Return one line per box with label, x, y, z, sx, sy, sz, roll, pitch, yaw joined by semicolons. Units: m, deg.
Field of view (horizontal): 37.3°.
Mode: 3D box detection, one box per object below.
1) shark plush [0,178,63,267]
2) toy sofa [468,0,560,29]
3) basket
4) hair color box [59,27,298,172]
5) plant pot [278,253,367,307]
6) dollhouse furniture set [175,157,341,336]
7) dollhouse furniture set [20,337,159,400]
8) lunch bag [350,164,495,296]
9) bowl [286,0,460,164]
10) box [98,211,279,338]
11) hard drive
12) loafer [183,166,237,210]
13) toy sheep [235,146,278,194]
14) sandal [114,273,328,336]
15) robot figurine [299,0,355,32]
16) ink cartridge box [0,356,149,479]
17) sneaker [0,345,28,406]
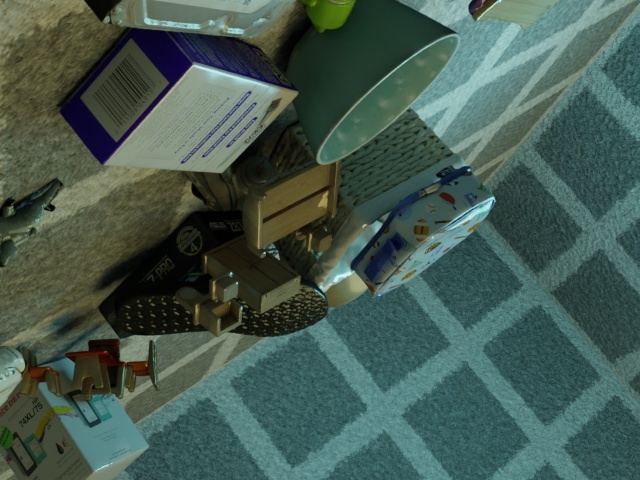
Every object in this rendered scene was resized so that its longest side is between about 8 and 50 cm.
shark plush;-0.430;-0.029;1.344;0.161;0.073;0.067;-32;137;-13
toy sofa;0.348;-0.500;1.700;0.177;0.150;0.362;-40;169;28
basket;0.063;-0.108;2.016;0.331;0.266;0.328;-32;166;-35
hair color box;-0.184;-0.196;1.326;0.185;0.110;0.339;-44;166;17
plant pot;0.000;0.000;2.343;0.284;0.284;0.191;-42;133;14
dollhouse furniture set;-0.134;-0.053;1.753;0.303;0.173;0.356;-29;139;-37
dollhouse furniture set;-0.468;0.253;1.969;0.261;0.135;0.259;-3;165;-6
lunch bag;0.192;-0.017;1.855;0.243;0.115;0.303;-28;164;-31
bowl;0.064;-0.288;1.572;0.311;0.163;0.311;-39;171;-8
box;-0.262;0.067;2.110;0.318;0.097;0.395;-45;167;19
hard drive;-0.101;-0.347;1.121;0.237;0.064;0.339;-44;168;25
loafer;-0.200;-0.114;1.669;0.084;0.096;0.267;-18;164;-6
toy sheep;-0.122;-0.127;1.833;0.091;0.091;0.132;-36;170;-13
sandal;-0.195;0.110;1.939;0.445;0.107;0.168;2;136;-20
robot figurine;0.018;-0.362;1.410;0.101;0.067;0.115;-20;161;-24
ink cartridge box;-0.567;0.426;2.099;0.198;0.270;0.197;-44;166;23
sneaker;-0.613;0.236;1.705;0.123;0.106;0.290;-48;176;-2
